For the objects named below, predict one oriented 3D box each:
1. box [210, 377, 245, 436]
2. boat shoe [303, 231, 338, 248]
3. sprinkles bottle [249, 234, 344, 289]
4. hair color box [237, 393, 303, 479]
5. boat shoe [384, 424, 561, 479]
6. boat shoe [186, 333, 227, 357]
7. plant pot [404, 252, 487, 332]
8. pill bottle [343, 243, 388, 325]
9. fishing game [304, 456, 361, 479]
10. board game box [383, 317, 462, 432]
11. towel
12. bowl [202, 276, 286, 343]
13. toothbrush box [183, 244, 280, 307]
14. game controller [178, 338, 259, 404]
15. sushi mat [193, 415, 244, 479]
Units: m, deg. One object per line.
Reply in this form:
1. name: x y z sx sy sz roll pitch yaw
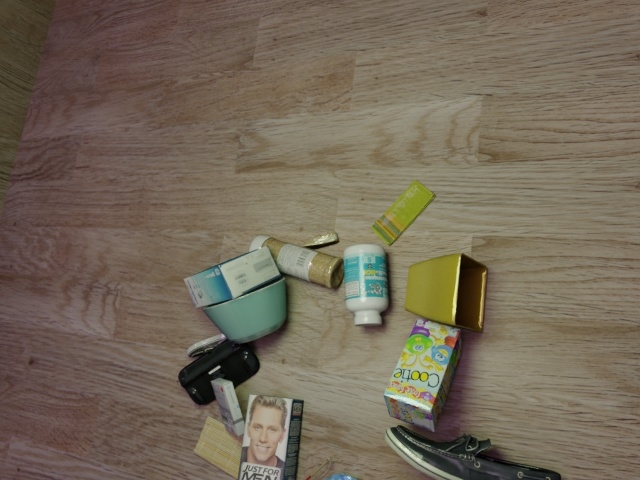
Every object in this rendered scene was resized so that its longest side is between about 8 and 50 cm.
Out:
1. box: -0.328 0.590 1.832 0.145 0.038 0.186 -16 93 60
2. boat shoe: 0.000 0.000 1.907 0.136 0.050 0.045 -11 68 12
3. sprinkles bottle: -0.090 0.076 1.886 0.356 0.121 0.121 16 84 28
4. hair color box: -0.172 0.710 1.747 0.174 0.105 0.346 -1 71 22
5. boat shoe: 0.428 0.627 1.461 0.501 0.187 0.155 17 83 22
6. boat shoe: -0.418 0.415 1.976 0.220 0.078 0.070 -25 67 15
7. plant pot: 0.382 0.160 1.600 0.187 0.212 0.212 0 76 39
8. pill bottle: 0.154 0.153 1.735 0.146 0.146 0.263 -9 73 23
9. fishing game: 0.071 0.840 1.652 0.189 0.041 0.264 -46 70 8
10. board game box: 0.312 0.394 1.529 0.142 0.144 0.275 12 52 28
11. towel: 0.287 -0.099 1.809 0.237 0.021 0.102 -48 63 7
12. bowl: -0.246 0.259 1.839 0.312 0.311 0.163 -19 92 20
13. toothbrush box: -0.323 0.133 1.852 0.296 0.216 0.126 -18 95 49
14. game controller: -0.384 0.491 1.931 0.319 0.067 0.166 -34 99 14
15. sushi mat: -0.317 0.771 1.867 0.317 0.019 0.151 16 83 28
